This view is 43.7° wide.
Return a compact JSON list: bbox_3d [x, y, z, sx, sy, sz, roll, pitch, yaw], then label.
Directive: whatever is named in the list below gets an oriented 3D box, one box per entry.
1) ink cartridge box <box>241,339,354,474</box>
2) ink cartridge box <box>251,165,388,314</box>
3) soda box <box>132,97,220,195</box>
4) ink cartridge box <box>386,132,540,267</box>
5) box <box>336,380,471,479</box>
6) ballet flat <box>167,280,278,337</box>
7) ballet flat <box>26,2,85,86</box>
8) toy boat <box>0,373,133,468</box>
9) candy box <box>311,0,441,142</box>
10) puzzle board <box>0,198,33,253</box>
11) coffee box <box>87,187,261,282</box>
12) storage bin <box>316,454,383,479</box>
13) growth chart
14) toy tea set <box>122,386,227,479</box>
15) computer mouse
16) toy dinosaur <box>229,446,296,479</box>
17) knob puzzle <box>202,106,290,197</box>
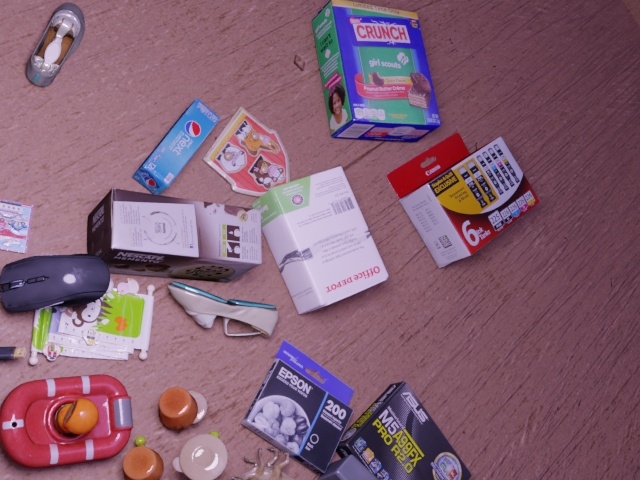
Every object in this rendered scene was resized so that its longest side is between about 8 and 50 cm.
[{"bbox_3d":[-0.034,0.342,1.658,0.206,0.045,0.208,37,57,-16],"label":"ink cartridge box"},{"bbox_3d":[0.000,0.000,1.748,0.198,0.115,0.273,-20,85,-35],"label":"ink cartridge box"},{"bbox_3d":[-0.297,-0.194,1.654,0.067,0.071,0.210,41,57,-15],"label":"soda box"},{"bbox_3d":[0.359,-0.128,2.006,0.309,0.130,0.272,-33,92,-35],"label":"ink cartridge box"},{"bbox_3d":[0.182,0.479,1.737,0.216,0.060,0.270,-38,96,-34],"label":"box"},{"bbox_3d":[-0.197,0.147,1.605,0.248,0.086,0.086,17,66,-28],"label":"ballet flat"},{"bbox_3d":[-0.517,-0.399,1.587,0.072,0.068,0.213,28,61,-22],"label":"ballet flat"},{"bbox_3d":[-0.425,0.304,1.361,0.231,0.151,0.151,0,74,-32],"label":"toy boat"},{"bbox_3d":[0.136,-0.413,1.966,0.268,0.122,0.317,-2,74,-32],"label":"candy box"},{"bbox_3d":[-0.594,-0.033,1.452,0.128,0.011,0.096,12,68,-29],"label":"puzzle board"},{"bbox_3d":[-0.283,-0.002,1.541,0.297,0.168,0.118,7,71,-31],"label":"coffee box"},{"bbox_3d":[0.052,0.496,1.615,0.091,0.135,0.098,47,56,3],"label":"storage bin"},{"bbox_3d":[-0.423,0.147,1.495,0.237,0.021,0.172,5,71,-31],"label":"growth chart"},{"bbox_3d":[-0.277,0.438,1.457,0.200,0.124,0.336,23,63,9],"label":"toy tea set"},{"bbox_3d":[-0.500,0.110,1.381,0.262,0.060,0.184,-3,76,-8],"label":"computer mouse"},{"bbox_3d":[-0.094,0.462,1.587,0.183,0.053,0.092,14,83,-20],"label":"toy dinosaur"},{"bbox_3d":[-0.141,-0.181,1.772,0.213,0.030,0.213,11,69,-29],"label":"knob puzzle"}]
